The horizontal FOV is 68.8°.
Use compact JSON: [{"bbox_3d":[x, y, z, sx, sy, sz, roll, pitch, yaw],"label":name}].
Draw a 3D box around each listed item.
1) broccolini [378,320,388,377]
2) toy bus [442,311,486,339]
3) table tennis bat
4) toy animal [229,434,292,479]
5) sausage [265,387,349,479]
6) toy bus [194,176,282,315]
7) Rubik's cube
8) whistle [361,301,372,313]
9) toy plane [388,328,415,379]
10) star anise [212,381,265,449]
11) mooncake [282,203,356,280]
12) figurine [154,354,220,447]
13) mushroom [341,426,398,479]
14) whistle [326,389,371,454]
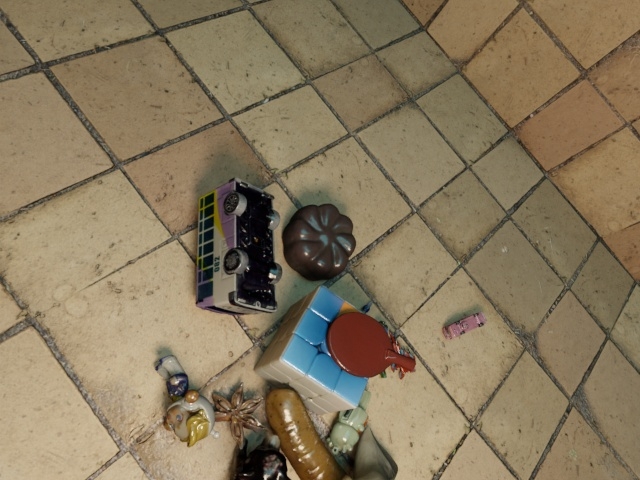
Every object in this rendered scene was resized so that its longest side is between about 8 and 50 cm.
[{"bbox_3d":[0.240,0.421,1.812,0.067,0.058,0.216,-10,75,14],"label":"broccolini"},{"bbox_3d":[0.612,0.363,1.985,0.203,0.090,0.063,-14,74,-31],"label":"toy bus"},{"bbox_3d":[0.161,0.338,1.461,0.310,0.038,0.200,25,59,-14],"label":"table tennis bat"},{"bbox_3d":[-0.178,0.724,1.311,0.194,0.303,0.344,29,59,-15],"label":"toy animal"},{"bbox_3d":[-0.028,0.690,1.488,0.136,0.123,0.500,-33,92,-28],"label":"sausage"},{"bbox_3d":[-0.291,0.041,1.595,0.209,0.249,0.439,24,54,-50],"label":"toy bus"},{"bbox_3d":[0.000,0.372,1.562,0.290,0.291,0.291,34,56,-8],"label":"Rubik's cube"},{"bbox_3d":[0.177,0.273,1.853,0.033,0.029,0.083,38,63,13],"label":"whistle"},{"bbox_3d":[0.302,0.437,1.820,0.130,0.061,0.189,-17,71,-30],"label":"toy plane"},{"bbox_3d":[-0.260,0.543,1.469,0.208,0.063,0.172,26,50,21],"label":"star anise"},{"bbox_3d":[0.000,0.000,1.820,0.306,0.154,0.305,10,66,-23],"label":"mooncake"},{"bbox_3d":[-0.414,0.484,1.402,0.133,0.193,0.274,0,26,-47],"label":"figurine"},{"bbox_3d":[0.144,0.740,1.436,0.126,0.397,0.177,-33,83,11],"label":"mushroom"},{"bbox_3d":[0.105,0.623,1.609,0.102,0.105,0.253,25,50,14],"label":"whistle"}]
